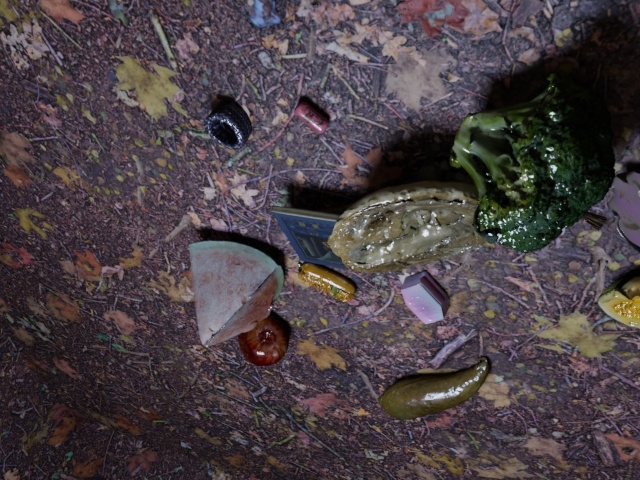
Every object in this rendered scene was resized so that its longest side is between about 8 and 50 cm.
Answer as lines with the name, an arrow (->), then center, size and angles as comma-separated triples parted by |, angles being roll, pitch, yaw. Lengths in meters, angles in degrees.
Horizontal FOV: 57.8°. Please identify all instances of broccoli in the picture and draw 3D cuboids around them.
broccoli -> 0.386, -0.148, 1.053 | 0.283, 0.304, 0.321 | 34, 119, 29

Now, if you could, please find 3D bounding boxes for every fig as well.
fig -> -0.194, 0.332, 1.912 | 0.175, 0.175, 0.207 | 31, 153, -4

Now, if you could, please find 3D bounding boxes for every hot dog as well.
hot dog -> 0.013, 0.118, 1.650 | 0.188, 0.055, 0.072 | 24, 140, 2

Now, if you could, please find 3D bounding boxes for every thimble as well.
thimble -> -0.219, -0.269, 1.376 | 0.095, 0.066, 0.104 | -3, 131, 27

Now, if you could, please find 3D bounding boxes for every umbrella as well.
umbrella -> 0.569, -0.045, 1.224 | 0.083, 0.020, 0.031 | 31, 138, 4

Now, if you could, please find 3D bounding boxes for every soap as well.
soap -> 0.281, 0.158, 1.551 | 0.100, 0.056, 0.149 | -24, 118, 44

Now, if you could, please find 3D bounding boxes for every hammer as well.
hammer -> -0.019, -0.274, 1.287 | 0.083, 0.043, 0.043 | 38, 138, -8

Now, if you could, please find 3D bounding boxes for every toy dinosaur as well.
toy dinosaur -> 0.271, -0.114, 1.295 | 0.248, 0.075, 0.188 | 23, 149, -3

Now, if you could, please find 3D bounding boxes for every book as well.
book -> 0.000, 0.000, 1.500 | 0.191, 0.025, 0.269 | 9, 154, 21

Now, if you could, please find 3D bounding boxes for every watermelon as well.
watermelon -> -0.284, 0.148, 1.711 | 0.250, 0.292, 0.283 | 40, 148, 33

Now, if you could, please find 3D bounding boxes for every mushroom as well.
mushroom -> 0.638, -0.066, 1.096 | 0.117, 0.141, 0.188 | -16, 136, -3

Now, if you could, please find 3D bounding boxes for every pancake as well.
pancake -> 0.207, -0.023, 1.291 | 0.387, 0.082, 0.387 | -4, 151, -2

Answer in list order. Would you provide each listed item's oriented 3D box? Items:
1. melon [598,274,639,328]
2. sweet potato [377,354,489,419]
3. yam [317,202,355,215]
melon -> 0.696, 0.132, 1.299 | 0.160, 0.079, 0.128 | 35, 156, -10
sweet potato -> 0.351, 0.465, 1.781 | 0.423, 0.130, 0.130 | -29, 114, 37
yam -> 0.104, -0.070, 1.396 | 0.274, 0.061, 0.061 | -10, 127, 40
